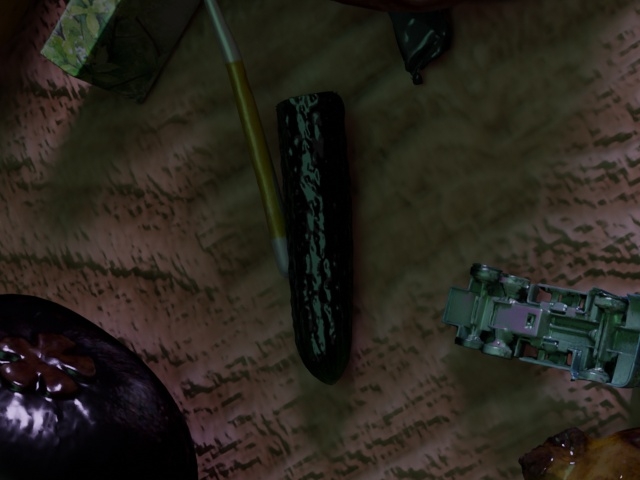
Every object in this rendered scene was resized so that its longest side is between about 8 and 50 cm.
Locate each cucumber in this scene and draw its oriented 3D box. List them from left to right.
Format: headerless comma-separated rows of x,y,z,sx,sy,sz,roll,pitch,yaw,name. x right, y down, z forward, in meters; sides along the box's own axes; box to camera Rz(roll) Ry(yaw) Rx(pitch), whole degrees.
0.000,0.000,1.401,0.052,0.058,0.215,-3,82,-10,cucumber

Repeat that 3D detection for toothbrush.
-0.056,-0.112,1.422,0.024,0.021,0.288,-15,93,16,toothbrush

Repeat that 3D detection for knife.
0.041,-0.258,1.439,0.044,0.026,0.296,-28,71,31,knife

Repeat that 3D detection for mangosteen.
-0.230,0.199,1.391,0.275,0.275,0.302,38,132,25,mangosteen

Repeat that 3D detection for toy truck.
0.167,0.063,1.314,0.175,0.081,0.067,10,85,45,toy truck

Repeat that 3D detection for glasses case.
-0.115,-0.243,1.472,0.062,0.095,0.272,34,97,30,glasses case

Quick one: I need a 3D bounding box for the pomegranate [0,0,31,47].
-0.335,-0.255,1.479,0.307,0.307,0.307,-4,80,24,pomegranate

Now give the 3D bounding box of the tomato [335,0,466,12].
0.030,-0.321,1.293,0.338,0.143,0.338,-2,84,24,tomato

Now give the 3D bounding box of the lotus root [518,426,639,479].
0.233,0.207,1.218,0.260,0.128,0.145,38,76,26,lotus root
